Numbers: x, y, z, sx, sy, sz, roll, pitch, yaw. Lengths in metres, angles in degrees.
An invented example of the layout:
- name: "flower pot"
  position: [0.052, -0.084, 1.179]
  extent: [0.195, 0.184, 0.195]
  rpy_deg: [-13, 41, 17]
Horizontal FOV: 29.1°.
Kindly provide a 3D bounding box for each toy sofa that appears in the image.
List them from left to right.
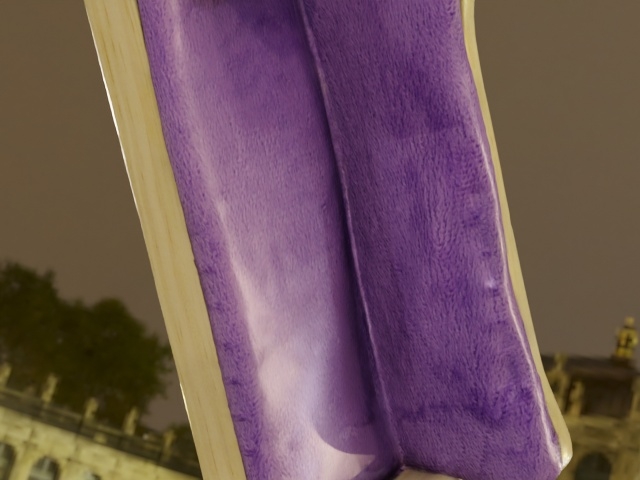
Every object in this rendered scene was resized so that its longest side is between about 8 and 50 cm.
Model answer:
- name: "toy sofa"
  position: [0.000, 0.000, 0.655]
  extent: [0.177, 0.363, 0.150]
  rpy_deg: [-2, 16, 37]
